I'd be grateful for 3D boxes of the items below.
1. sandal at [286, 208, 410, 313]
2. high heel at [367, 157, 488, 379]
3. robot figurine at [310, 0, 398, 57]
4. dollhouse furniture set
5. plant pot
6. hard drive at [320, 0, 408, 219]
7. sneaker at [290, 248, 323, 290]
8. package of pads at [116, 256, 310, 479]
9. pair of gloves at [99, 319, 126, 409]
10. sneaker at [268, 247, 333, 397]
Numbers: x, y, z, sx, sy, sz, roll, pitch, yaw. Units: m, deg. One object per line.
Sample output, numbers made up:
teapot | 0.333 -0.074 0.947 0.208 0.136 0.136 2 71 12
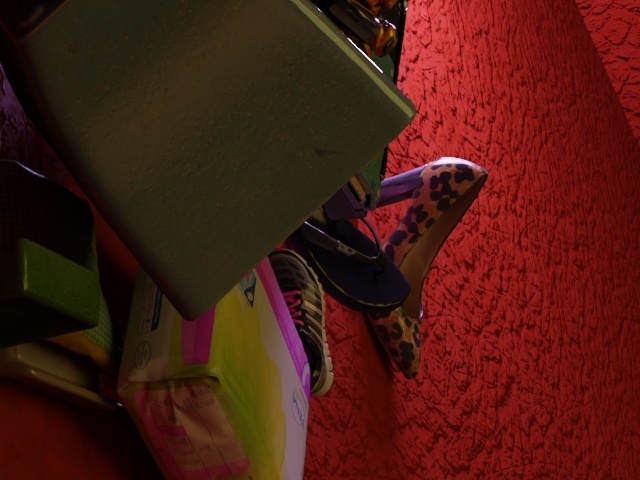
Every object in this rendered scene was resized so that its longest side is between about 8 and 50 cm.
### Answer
sandal | 0.005 -0.016 1.860 0.254 0.054 0.097 45 44 -8
high heel | 0.143 0.032 2.097 0.093 0.186 0.261 5 71 -66
robot figurine | -0.036 -0.273 1.439 0.291 0.085 0.211 42 7 -2
dollhouse furniture set | -0.212 0.007 1.337 0.301 0.151 0.197 33 46 -58
plant pot | -0.126 -0.138 1.339 0.252 0.247 0.248 48 -2 -30
hard drive | 0.014 -0.222 1.681 0.237 0.064 0.339 54 37 -52
sneaker | 0.000 0.000 1.944 0.064 0.067 0.175 53 29 -38
package of pads | -0.087 0.132 1.539 0.296 0.101 0.229 69 19 -46
pair of gloves | -0.188 0.110 1.509 0.074 0.010 0.083 37 42 -55
sneaker | -0.029 0.093 1.817 0.075 0.063 0.170 -20 99 -73
